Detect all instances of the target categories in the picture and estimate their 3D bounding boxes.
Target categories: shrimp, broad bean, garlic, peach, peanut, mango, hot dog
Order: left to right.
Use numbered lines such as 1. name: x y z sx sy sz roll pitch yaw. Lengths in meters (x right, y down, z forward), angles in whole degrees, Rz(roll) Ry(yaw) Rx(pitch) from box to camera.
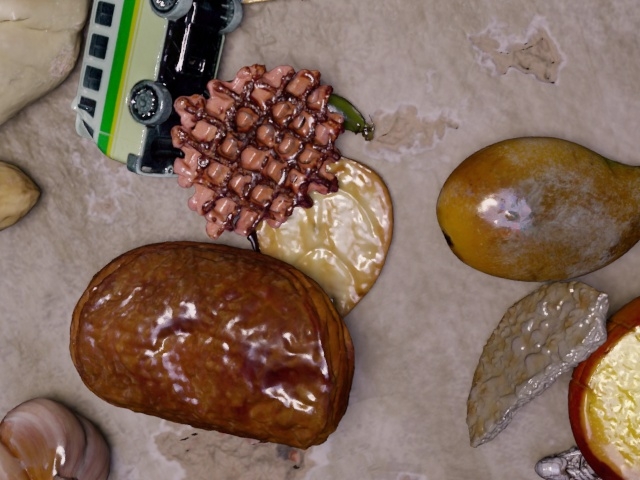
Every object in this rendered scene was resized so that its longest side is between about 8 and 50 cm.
1. peanut: -0.514 -0.060 1.064 0.274 0.125 0.111 -4 83 1
2. garlic: -0.374 0.321 1.128 0.160 0.191 0.214 -43 141 -5
3. hot dog: -0.142 0.146 1.071 0.387 0.174 0.267 11 110 11
4. broad bean: -0.050 -0.183 1.075 0.254 0.046 0.065 8 115 -2
5. mango: 0.308 -0.042 1.060 0.316 0.146 0.193 -3 103 -13
6. shrimp: 0.395 0.329 1.170 0.165 0.065 0.057 -7 78 2
7. peach: 0.462 0.212 1.058 0.274 0.248 0.245 -41 142 2

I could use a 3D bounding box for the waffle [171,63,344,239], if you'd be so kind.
1. waffle: -0.073 -0.115 1.010 0.234 0.055 0.221 -23 121 -18

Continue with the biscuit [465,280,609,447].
1. biscuit: 0.284 0.150 1.098 0.038 0.141 0.290 20 123 -28

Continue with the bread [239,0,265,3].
1. bread: -0.063 -0.350 1.039 0.106 0.053 0.072 -7 125 4

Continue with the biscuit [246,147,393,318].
1. biscuit: -0.001 -0.001 1.119 0.203 0.041 0.260 1 102 -3

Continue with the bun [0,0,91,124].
1. bun: -0.471 -0.305 0.966 0.365 0.219 0.365 -1 103 -3

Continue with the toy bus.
1. toy bus: -0.214 -0.230 1.010 0.164 0.133 0.276 21 102 25
